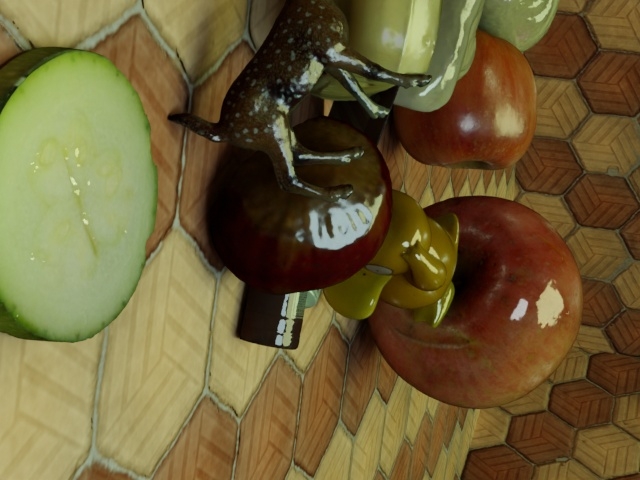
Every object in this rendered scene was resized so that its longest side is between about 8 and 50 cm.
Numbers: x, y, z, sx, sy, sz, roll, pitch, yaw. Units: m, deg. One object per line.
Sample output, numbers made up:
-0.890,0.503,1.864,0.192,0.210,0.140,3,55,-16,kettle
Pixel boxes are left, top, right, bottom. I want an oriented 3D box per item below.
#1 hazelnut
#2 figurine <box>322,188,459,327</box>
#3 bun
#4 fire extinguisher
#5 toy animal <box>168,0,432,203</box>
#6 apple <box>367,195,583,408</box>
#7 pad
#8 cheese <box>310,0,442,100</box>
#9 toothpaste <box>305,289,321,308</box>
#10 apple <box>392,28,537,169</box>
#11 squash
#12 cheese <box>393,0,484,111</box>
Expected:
-0.019,-0.033,1.011,0.160,0.202,0.170,-120,-171,-75,hazelnut
0.111,0.019,1.402,0.228,0.215,0.215,-2,101,-52,figurine
0.328,-0.514,1.695,0.361,0.213,0.361,32,53,-57,bun
-0.044,0.009,1.136,0.099,0.071,0.231,165,-65,-79,fire extinguisher
-0.028,-0.185,0.882,0.243,0.260,0.087,-59,-161,-10,toy animal
0.264,0.109,1.622,0.364,0.364,0.364,9,90,-72,apple
0.070,-0.228,1.151,0.202,0.005,0.299,-110,-144,-56,pad
0.056,-0.313,1.052,0.259,0.128,0.315,176,-83,-66,cheese
-0.001,-0.001,1.285,0.069,0.047,0.268,58,38,-37,toothpaste
0.242,-0.241,1.604,0.242,0.242,0.241,4,89,-72,apple
-0.191,-0.034,0.703,0.219,0.041,0.219,5,90,-69,squash
0.149,-0.326,1.376,0.251,0.174,0.247,-31,137,-66,cheese
